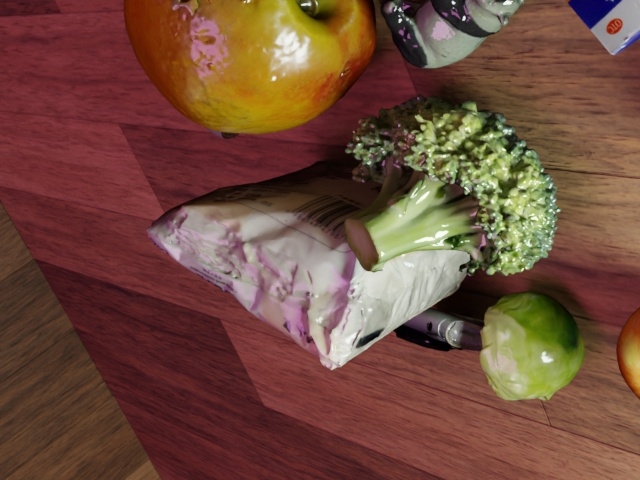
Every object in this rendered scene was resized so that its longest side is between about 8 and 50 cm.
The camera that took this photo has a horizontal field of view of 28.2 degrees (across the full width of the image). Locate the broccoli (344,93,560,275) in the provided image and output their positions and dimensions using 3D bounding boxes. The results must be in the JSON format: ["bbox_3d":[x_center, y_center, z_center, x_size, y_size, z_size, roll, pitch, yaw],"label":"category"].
[{"bbox_3d":[0.162,-0.072,1.648,0.288,0.260,0.235,6,93,59],"label":"broccoli"}]

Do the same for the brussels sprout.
[{"bbox_3d":[0.304,0.150,1.789,0.151,0.149,0.122,23,155,-38],"label":"brussels sprout"}]

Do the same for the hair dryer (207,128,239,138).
[{"bbox_3d":[-0.200,-0.309,2.135,0.206,0.075,0.237,43,145,33],"label":"hair dryer"}]

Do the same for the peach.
[{"bbox_3d":[-0.104,-0.290,1.705,0.372,0.372,0.290,3,92,57],"label":"peach"}]

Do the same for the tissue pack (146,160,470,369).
[{"bbox_3d":[0.000,0.000,1.852,0.375,0.390,0.195,30,123,32],"label":"tissue pack"}]

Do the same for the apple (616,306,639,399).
[{"bbox_3d":[0.446,0.140,1.555,0.163,0.139,0.163,25,134,29],"label":"apple"}]

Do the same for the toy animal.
[{"bbox_3d":[0.159,-0.280,1.541,0.121,0.094,0.225,47,146,-12],"label":"toy animal"}]

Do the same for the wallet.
[{"bbox_3d":[0.185,0.137,1.951,0.170,0.069,0.231,17,180,-31],"label":"wallet"}]

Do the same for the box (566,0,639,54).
[{"bbox_3d":[0.270,-0.358,1.246,0.299,0.106,0.200,52,156,4],"label":"box"}]
